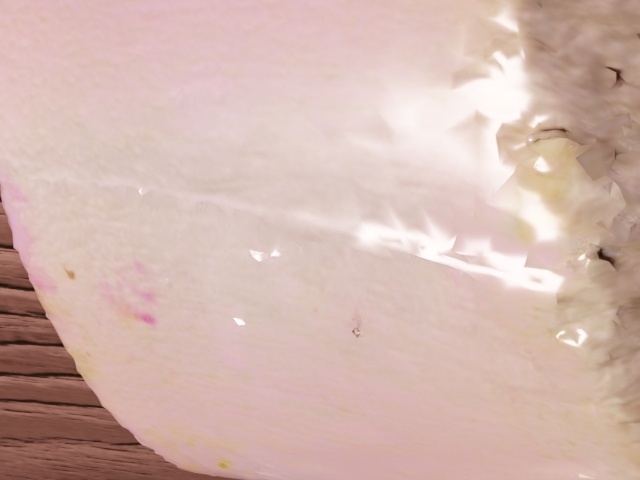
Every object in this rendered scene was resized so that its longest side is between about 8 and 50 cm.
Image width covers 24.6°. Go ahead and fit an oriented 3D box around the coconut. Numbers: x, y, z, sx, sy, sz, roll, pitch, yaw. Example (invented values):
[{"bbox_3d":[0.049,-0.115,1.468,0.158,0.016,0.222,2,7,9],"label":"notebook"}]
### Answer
[{"bbox_3d":[0.033,-0.054,0.516,0.309,0.298,0.297,9,154,35],"label":"coconut"}]
